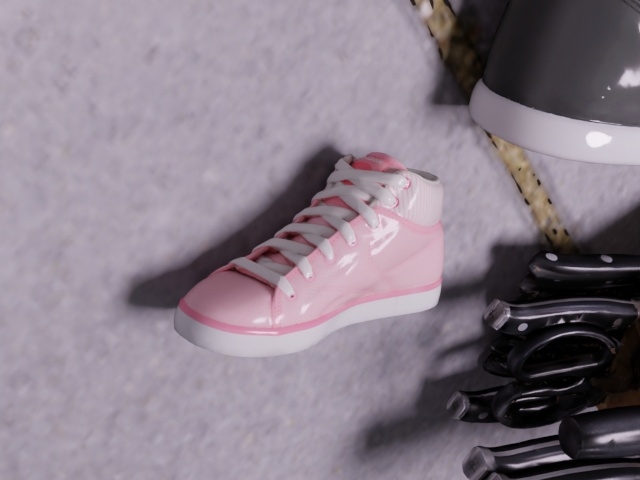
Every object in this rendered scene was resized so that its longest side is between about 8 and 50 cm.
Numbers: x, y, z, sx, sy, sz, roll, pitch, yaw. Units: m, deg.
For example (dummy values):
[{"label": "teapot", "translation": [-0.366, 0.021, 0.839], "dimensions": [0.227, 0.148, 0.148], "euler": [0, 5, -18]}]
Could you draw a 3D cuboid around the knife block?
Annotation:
[{"label": "knife block", "translation": [0.209, 0.090, 0.563], "dimensions": [0.242, 0.275, 0.088], "euler": [-50, 162, -49]}]

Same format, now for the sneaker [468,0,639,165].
[{"label": "sneaker", "translation": [0.206, -0.120, 0.546], "dimensions": [0.295, 0.104, 0.147], "euler": [-7, 121, -35]}]

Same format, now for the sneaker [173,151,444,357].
[{"label": "sneaker", "translation": [0.000, 0.000, 0.467], "dimensions": [0.134, 0.051, 0.070], "euler": [-11, 117, -41]}]
